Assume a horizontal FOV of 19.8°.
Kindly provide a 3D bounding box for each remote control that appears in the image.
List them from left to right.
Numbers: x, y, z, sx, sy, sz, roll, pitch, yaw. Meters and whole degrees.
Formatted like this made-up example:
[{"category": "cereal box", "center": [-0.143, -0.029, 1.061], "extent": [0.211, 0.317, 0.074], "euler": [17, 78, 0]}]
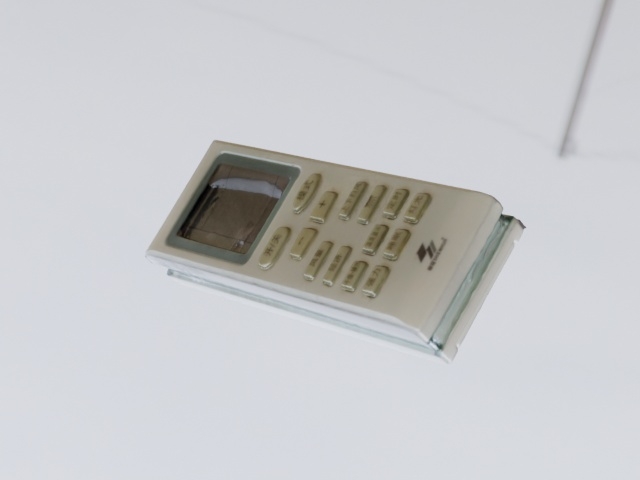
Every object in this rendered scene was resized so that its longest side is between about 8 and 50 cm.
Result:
[{"category": "remote control", "center": [0.000, 0.000, 1.220], "extent": [0.277, 0.103, 0.055], "euler": [14, 159, 46]}]
